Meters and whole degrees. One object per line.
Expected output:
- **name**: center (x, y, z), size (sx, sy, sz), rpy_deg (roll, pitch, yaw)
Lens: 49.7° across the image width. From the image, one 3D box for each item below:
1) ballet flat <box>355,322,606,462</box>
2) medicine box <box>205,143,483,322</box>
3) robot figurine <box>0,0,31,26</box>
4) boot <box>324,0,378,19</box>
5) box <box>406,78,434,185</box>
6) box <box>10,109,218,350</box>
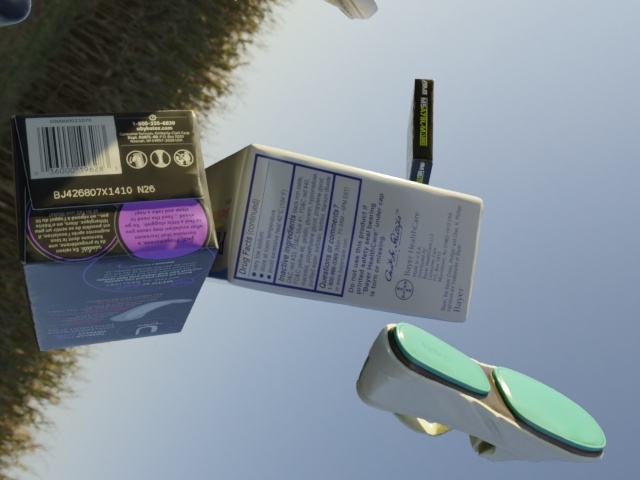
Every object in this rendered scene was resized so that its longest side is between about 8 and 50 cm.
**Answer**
- **ballet flat**: center (0.220, 0.239, 0.981), size (0.139, 0.400, 0.139), rpy_deg (-50, -156, 32)
- **medicine box**: center (0.000, 0.000, 0.847), size (0.263, 0.289, 0.149), rpy_deg (177, -76, -68)
- **robot figurine**: center (-0.364, -0.199, 0.502), size (0.174, 0.278, 0.209), rpy_deg (76, 13, -51)
- **boot**: center (-0.054, -0.329, 0.837), size (0.123, 0.258, 0.095), rpy_deg (-43, 168, 9)
- **box**: center (0.193, -0.185, 1.353), size (0.191, 0.045, 0.184), rpy_deg (85, 11, -65)
- **box**: center (-0.212, 0.001, 0.698), size (0.270, 0.165, 0.143), rpy_deg (128, -46, -60)
